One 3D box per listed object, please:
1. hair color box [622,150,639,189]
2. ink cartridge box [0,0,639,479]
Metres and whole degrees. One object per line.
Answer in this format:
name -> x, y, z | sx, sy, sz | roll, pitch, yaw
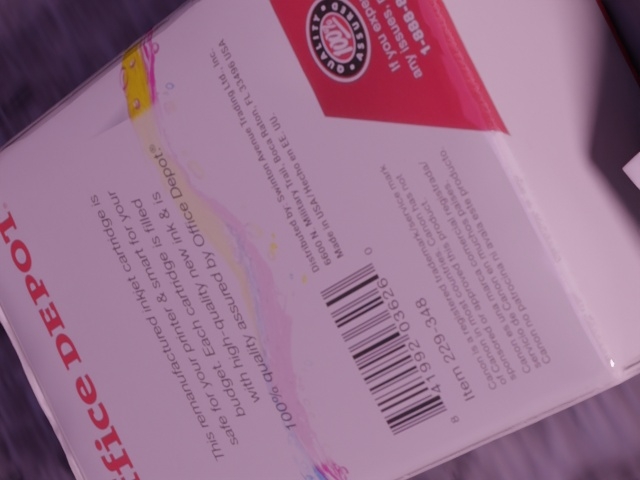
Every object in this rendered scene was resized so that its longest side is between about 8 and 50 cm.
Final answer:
hair color box -> 0.197, -0.046, 0.613 | 0.093, 0.053, 0.167 | 53, 127, 13
ink cartridge box -> 0.000, 0.000, 0.793 | 0.306, 0.131, 0.226 | -30, 84, 41
